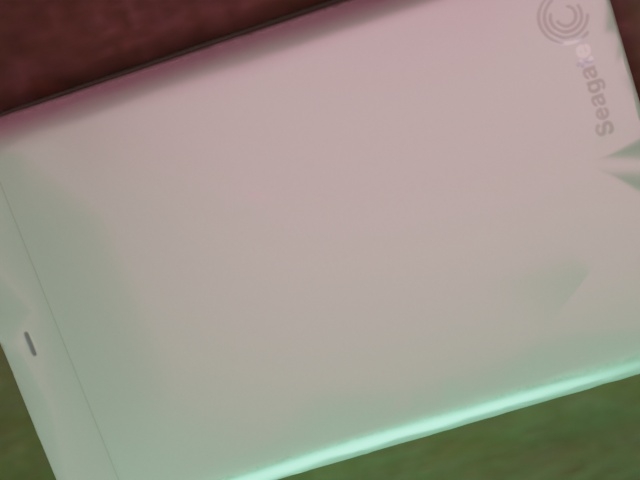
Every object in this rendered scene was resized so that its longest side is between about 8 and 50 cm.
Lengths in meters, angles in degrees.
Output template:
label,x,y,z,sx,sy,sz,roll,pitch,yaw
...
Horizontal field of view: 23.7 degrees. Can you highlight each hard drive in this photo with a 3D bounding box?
label,x,y,z,sx,sy,sz,roll,pitch,yaw
hard drive,0.000,0.000,0.698,0.307,0.040,0.203,-17,103,8
